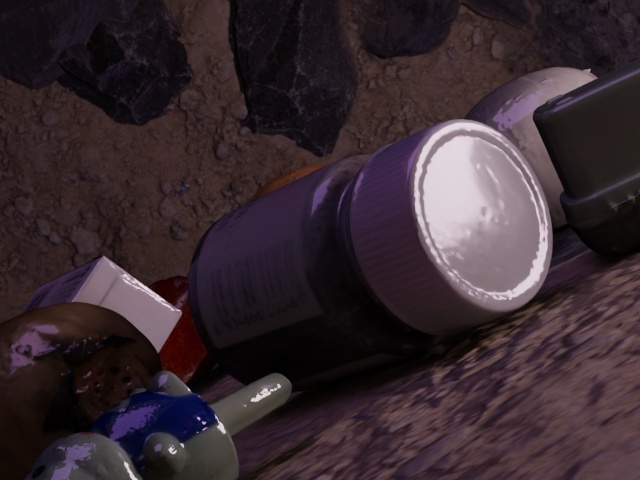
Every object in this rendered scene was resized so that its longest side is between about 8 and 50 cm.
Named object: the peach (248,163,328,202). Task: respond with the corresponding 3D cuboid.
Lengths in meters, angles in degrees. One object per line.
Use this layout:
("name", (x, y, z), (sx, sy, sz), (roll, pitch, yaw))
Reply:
("peach", (0.000, 0.000, 1.792), (0.184, 0.184, 0.184), (-26, 3, 2))

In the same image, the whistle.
("whistle", (-0.114, 0.145, 1.048), (0.244, 0.092, 0.110), (-31, -6, -38))

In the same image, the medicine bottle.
("medicine bottle", (0.034, 0.018, 1.264), (0.273, 0.165, 0.165), (-22, 5, 45))

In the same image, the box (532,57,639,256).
("box", (0.276, -0.085, 1.260), (0.210, 0.129, 0.148), (-25, 4, 6))

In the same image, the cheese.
("cheese", (0.220, -0.089, 1.596), (0.198, 0.154, 0.189), (-26, 9, 4))

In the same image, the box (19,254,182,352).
("box", (-0.268, 0.136, 1.647), (0.194, 0.111, 0.260), (-59, 17, -19))

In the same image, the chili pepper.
("chili pepper", (-0.182, 0.131, 1.775), (0.144, 0.136, 0.253), (1, 16, 8))

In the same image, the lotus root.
("lotus root", (-0.262, 0.159, 1.394), (0.310, 0.183, 0.183), (-28, 2, 42))
